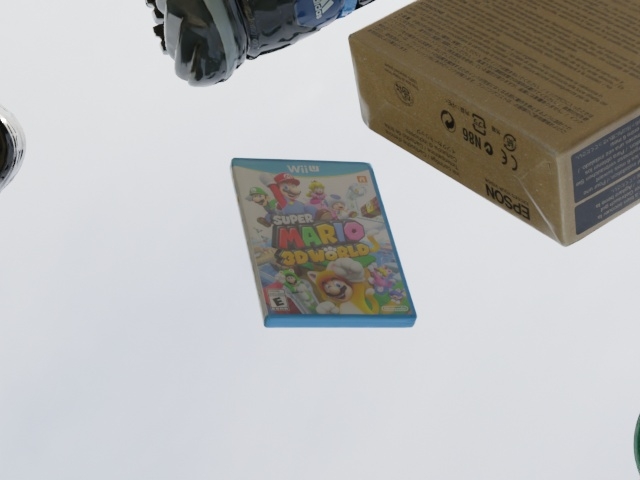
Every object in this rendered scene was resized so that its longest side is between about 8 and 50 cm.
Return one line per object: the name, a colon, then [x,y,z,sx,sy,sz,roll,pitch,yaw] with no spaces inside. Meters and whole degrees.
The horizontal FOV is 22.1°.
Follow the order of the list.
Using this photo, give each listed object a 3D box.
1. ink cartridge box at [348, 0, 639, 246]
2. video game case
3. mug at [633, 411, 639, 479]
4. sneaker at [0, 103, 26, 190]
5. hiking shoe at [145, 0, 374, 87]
ink cartridge box: [0.166,-0.115,1.174,0.193,0.088,0.234,-28,-141,-23]
video game case: [0.000,0.000,1.265,0.015,0.119,0.166,108,-24,-44]
mug: [0.297,0.167,1.261,0.157,0.097,0.129,-2,-111,16]
sneaker: [-0.298,-0.039,0.874,0.146,0.293,0.102,-167,-113,-67]
hiking shoe: [-0.057,-0.207,0.933,0.132,0.113,0.304,-17,-127,-8]
